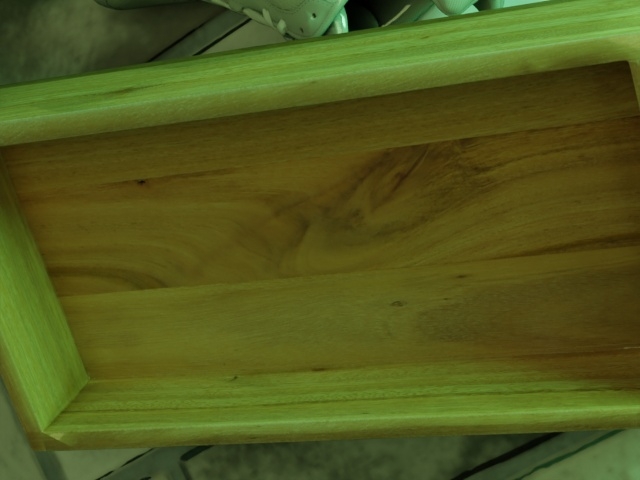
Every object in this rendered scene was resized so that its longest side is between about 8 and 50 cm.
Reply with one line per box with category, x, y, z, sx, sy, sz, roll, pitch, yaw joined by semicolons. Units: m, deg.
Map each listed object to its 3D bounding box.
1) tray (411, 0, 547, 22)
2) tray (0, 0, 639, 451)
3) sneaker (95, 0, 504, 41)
tray;0.154;-0.116;0.899;0.270;0.030;0.145;-43;76;21
tray;0.000;0.000;0.907;0.411;0.076;0.203;-6;115;26
sneaker;-0.020;-0.142;0.926;0.262;0.099;0.121;-10;85;33
